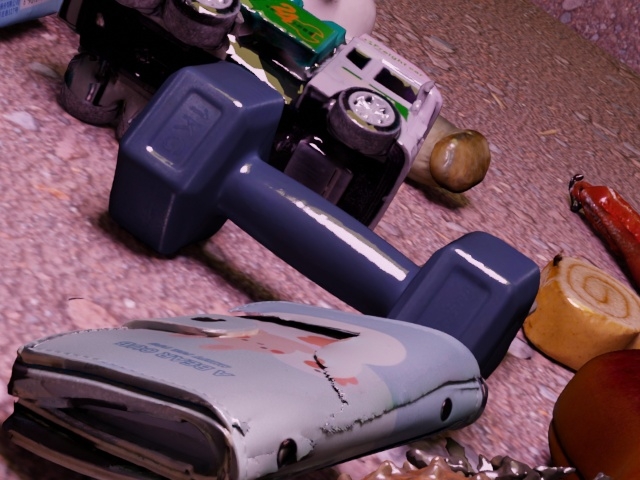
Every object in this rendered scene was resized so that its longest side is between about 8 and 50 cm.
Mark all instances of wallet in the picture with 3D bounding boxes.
[{"bbox_3d":[-0.039,0.089,0.832,0.176,0.075,0.250,12,10,35],"label":"wallet"}]

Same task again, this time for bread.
[{"bbox_3d":[0.256,0.070,1.362,0.122,0.073,0.149,31,20,-2],"label":"bread"}]

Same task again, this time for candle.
[{"bbox_3d":[0.364,-0.005,1.712,0.084,0.059,0.302,28,17,-32],"label":"candle"}]

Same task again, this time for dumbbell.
[{"bbox_3d":[0.000,0.000,1.082,0.325,0.144,0.160,33,22,13],"label":"dumbbell"}]

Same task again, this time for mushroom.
[{"bbox_3d":[0.063,-0.145,1.618,0.312,0.081,0.100,38,18,33],"label":"mushroom"}]

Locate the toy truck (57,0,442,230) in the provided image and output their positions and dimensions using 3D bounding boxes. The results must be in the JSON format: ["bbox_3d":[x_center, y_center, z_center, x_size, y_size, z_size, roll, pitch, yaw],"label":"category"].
[{"bbox_3d":[-0.069,-0.155,1.252,0.363,0.176,0.178,35,41,7],"label":"toy truck"}]

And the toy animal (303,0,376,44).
[{"bbox_3d":[-0.002,-0.206,1.489,0.178,0.127,0.193,27,49,-80],"label":"toy animal"}]

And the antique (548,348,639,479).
[{"bbox_3d":[0.274,0.172,1.060,0.223,0.129,0.278,34,18,15],"label":"antique"}]

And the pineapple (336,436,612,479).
[{"bbox_3d":[0.086,0.180,0.765,0.169,0.169,0.340,37,17,20],"label":"pineapple"}]

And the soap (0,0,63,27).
[{"bbox_3d":[-0.299,-0.266,1.288,0.077,0.156,0.293,14,18,12],"label":"soap"}]

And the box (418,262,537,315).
[{"bbox_3d":[0.120,0.061,1.215,0.089,0.062,0.122,36,22,17],"label":"box"}]
